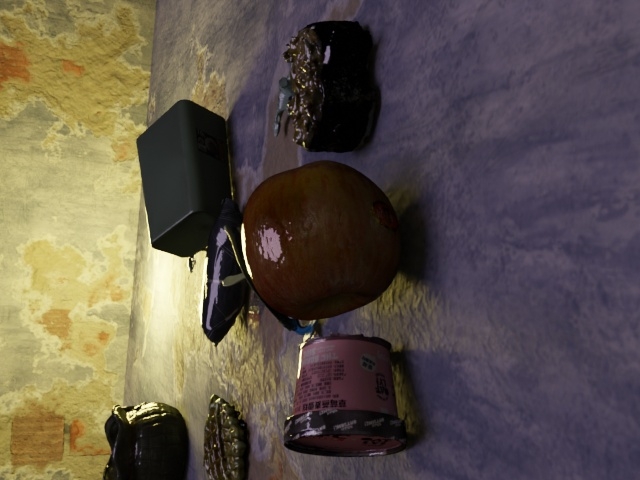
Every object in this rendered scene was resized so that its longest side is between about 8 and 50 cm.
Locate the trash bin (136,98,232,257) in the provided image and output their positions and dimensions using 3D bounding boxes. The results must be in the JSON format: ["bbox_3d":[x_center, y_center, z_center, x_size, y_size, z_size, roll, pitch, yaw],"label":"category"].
[{"bbox_3d":[-0.342,-0.154,1.681,0.223,0.158,0.343,-33,57,29],"label":"trash bin"}]

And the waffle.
[{"bbox_3d":[-0.215,0.468,1.446,0.214,0.054,0.208,21,102,60],"label":"waffle"}]

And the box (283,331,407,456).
[{"bbox_3d":[0.031,0.196,0.826,0.151,0.151,0.135,131,147,-54],"label":"box"}]

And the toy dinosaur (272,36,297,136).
[{"bbox_3d":[-0.064,-0.299,1.272,0.106,0.044,0.187,-162,76,-82],"label":"toy dinosaur"}]

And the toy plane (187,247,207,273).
[{"bbox_3d":[-0.365,-0.018,1.844,0.262,0.088,0.192,-143,59,-63],"label":"toy plane"}]

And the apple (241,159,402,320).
[{"bbox_3d":[0.000,0.000,0.845,0.211,0.211,0.188,-45,53,56],"label":"apple"}]

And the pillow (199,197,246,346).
[{"bbox_3d":[-0.222,0.070,1.493,0.161,0.093,0.335,-164,80,-70],"label":"pillow"}]

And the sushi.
[{"bbox_3d":[0.013,-0.241,0.982,0.147,0.115,0.212,142,129,-60],"label":"sushi"}]

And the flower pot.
[{"bbox_3d":[-0.530,0.625,1.944,0.302,0.213,0.301,-175,90,-66],"label":"flower pot"}]

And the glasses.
[{"bbox_3d":[-0.064,0.040,1.074,0.239,0.207,0.102,-64,-5,37],"label":"glasses"}]
